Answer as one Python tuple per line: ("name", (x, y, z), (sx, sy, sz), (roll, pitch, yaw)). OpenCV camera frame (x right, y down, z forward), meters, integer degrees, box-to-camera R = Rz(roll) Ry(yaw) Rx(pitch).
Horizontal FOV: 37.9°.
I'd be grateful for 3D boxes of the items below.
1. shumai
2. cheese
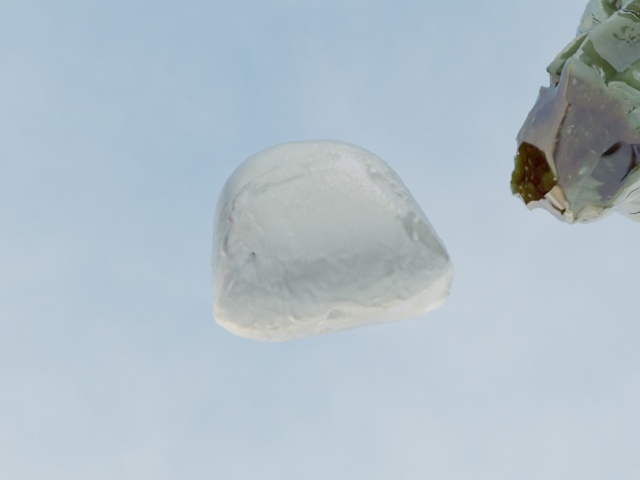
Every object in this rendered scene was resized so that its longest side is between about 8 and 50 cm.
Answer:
("shumai", (0.283, -0.065, 0.752), (0.260, 0.225, 0.222), (33, -117, 0))
("cheese", (0.000, 0.000, 0.805), (0.198, 0.154, 0.189), (-9, -128, -5))
